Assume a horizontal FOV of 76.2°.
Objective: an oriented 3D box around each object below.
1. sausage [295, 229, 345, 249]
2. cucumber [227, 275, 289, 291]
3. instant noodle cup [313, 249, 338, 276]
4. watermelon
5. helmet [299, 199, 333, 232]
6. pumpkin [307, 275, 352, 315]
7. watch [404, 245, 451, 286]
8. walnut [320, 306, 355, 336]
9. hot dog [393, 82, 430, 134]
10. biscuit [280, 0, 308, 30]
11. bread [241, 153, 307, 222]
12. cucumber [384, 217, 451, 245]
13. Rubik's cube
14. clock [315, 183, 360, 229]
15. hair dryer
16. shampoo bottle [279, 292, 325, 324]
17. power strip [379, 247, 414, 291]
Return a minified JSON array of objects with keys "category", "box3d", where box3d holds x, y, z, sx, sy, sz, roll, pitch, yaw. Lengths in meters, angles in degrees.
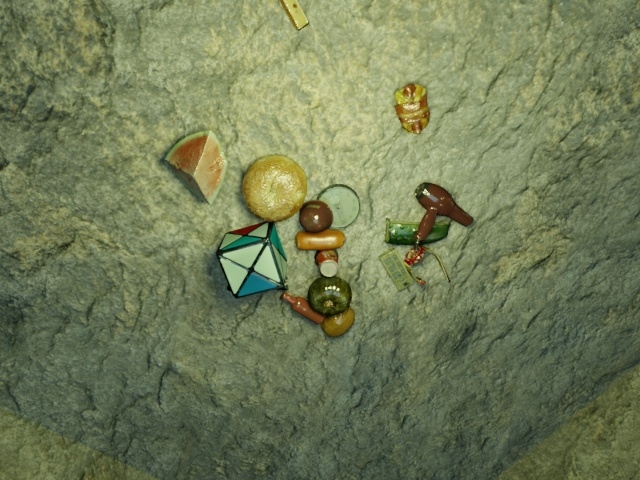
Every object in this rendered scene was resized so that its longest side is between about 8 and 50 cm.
[{"category":"sausage","box3d":[0.000,0.000,1.926,0.238,0.098,0.098,-2,113,-1]},{"category":"cucumber","box3d":[-0.307,0.213,2.001,0.303,0.072,0.081,-2,113,-3]},{"category":"instant noodle cup","box3d":[0.034,0.104,1.946,0.127,0.136,0.127,-2,112,-5]},{"category":"watermelon","box3d":[-0.507,-0.323,1.720,0.255,0.176,0.260,31,85,-23]},{"category":"helmet","box3d":[-0.041,-0.098,1.840,0.175,0.106,0.155,19,123,21]},{"category":"pumpkin","box3d":[0.046,0.268,2.005,0.223,0.157,0.224,1,126,2]},{"category":"watch","box3d":[0.527,0.144,2.026,0.164,0.102,0.268,-36,114,0]},{"category":"walnut","box3d":[0.094,0.429,2.112,0.167,0.087,0.211,25,109,-18]},{"category":"hot dog","box3d":[0.392,-0.551,1.720,0.146,0.103,0.213,-23,113,5]},{"category":"biscuit","box3d":[-0.114,-0.906,1.565,0.056,0.052,0.188,-36,112,-3]},{"category":"bread","box3d":[-0.202,-0.221,1.783,0.305,0.159,0.306,-1,113,-2]},{"category":"cucumber","box3d":[0.469,-0.032,1.944,0.325,0.105,0.145,0,112,-7]},{"category":"Rubik's cube","box3d":[-0.300,0.084,1.854,0.249,0.248,0.247,-15,114,3]},{"category":"clock","box3d":[0.082,-0.153,1.894,0.214,0.042,0.215,-2,113,-4]},{"category":"hair dryer","box3d":[0.522,-0.068,1.846,0.312,0.123,0.341,35,69,-15]},{"category":"shampoo bottle","box3d":[-0.090,0.335,2.065,0.244,0.085,0.085,33,107,-13]},{"category":"power strip","box3d":[0.390,0.157,2.049,0.092,0.034,0.268,-30,111,8]}]
